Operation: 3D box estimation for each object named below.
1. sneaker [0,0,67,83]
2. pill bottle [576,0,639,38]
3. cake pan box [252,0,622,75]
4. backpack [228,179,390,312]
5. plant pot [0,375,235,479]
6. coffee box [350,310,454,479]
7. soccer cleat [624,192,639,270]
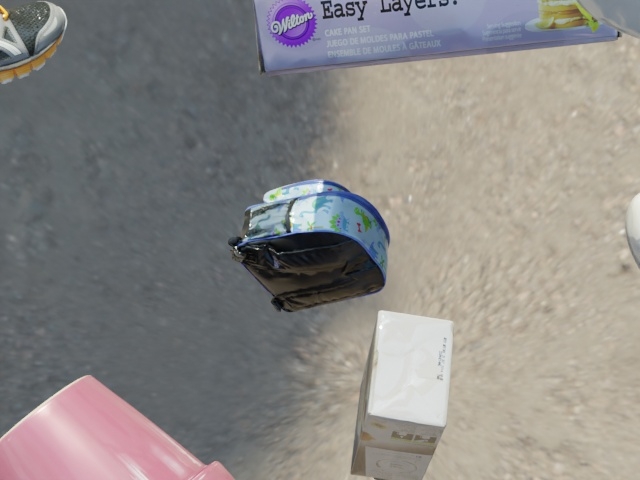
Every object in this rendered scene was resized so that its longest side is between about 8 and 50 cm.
[{"bbox_3d":[-0.317,-0.175,1.133,0.215,0.084,0.083,-24,123,-32],"label":"sneaker"},{"bbox_3d":[0.135,-0.212,0.420,0.162,0.162,0.278,-8,128,6],"label":"pill bottle"},{"bbox_3d":[0.096,-0.194,0.980,0.245,0.267,0.070,-2,112,13],"label":"cake pan box"},{"bbox_3d":[0.000,0.000,1.116,0.114,0.105,0.084,-9,49,28],"label":"backpack"},{"bbox_3d":[-0.187,0.222,1.118,0.201,0.201,0.180,-41,85,-2],"label":"plant pot"},{"bbox_3d":[0.102,0.207,1.684,0.098,0.246,0.141,8,62,0],"label":"coffee box"},{"bbox_3d":[0.330,0.072,1.143,0.143,0.331,0.116,-28,46,31],"label":"soccer cleat"}]
